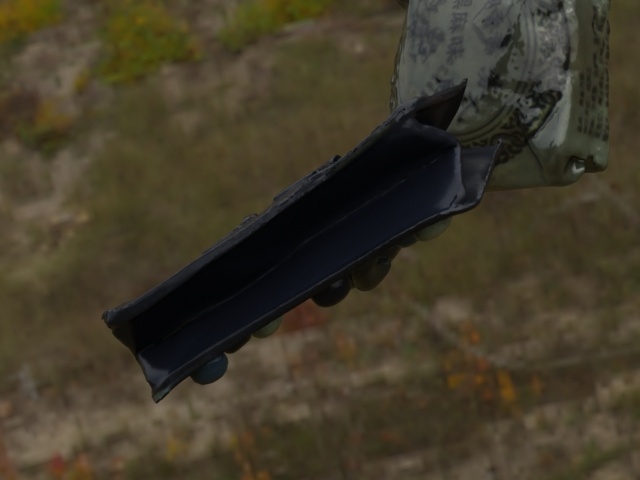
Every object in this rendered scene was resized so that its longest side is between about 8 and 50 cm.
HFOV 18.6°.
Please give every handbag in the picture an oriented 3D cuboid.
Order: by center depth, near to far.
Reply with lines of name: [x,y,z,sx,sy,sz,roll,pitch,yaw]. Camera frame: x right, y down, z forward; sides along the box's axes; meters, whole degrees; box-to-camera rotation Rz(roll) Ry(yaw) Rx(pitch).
handbag: [0.000,0.000,1.607,0.326,0.118,0.269,-32,3,19]

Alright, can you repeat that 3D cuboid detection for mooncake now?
mooncake: [0.170,-0.171,1.985,0.250,0.254,0.136,-7,-14,43]
